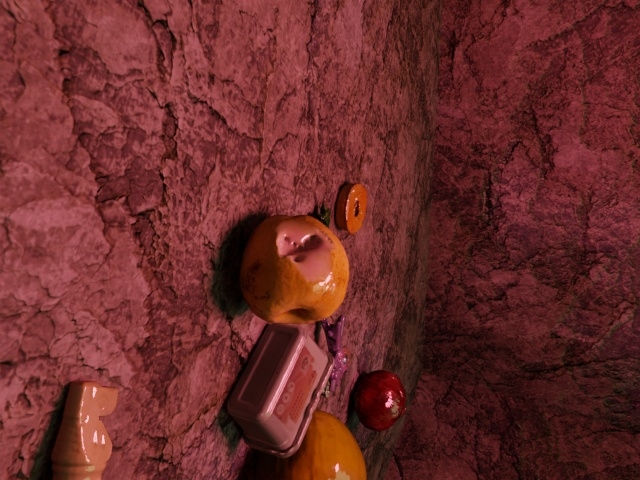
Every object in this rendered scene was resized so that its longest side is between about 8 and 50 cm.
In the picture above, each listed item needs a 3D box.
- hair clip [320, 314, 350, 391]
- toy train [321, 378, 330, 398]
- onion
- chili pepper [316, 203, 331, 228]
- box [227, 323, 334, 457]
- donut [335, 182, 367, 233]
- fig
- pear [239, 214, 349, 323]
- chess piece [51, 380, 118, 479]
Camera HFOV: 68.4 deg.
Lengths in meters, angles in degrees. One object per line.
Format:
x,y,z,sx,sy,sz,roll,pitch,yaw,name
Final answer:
0.051,0.377,1.605,0.137,0.090,0.278,-23,104,-67,hair clip
-0.005,0.475,1.648,0.176,0.074,0.118,67,30,-45,toy train
0.276,0.741,2.175,0.276,0.276,0.276,11,90,-67,onion
-0.002,0.000,1.448,0.098,0.061,0.224,-52,144,-72,chili pepper
-0.111,0.377,1.246,0.311,0.175,0.182,-63,143,-34,box
0.103,-0.114,1.640,0.162,0.065,0.178,31,73,-61,donut
-0.027,0.652,1.374,0.343,0.343,0.343,11,90,-67,fig
-0.063,0.065,1.108,0.271,0.271,0.271,11,90,-67,pear
-0.368,0.322,0.731,0.090,0.090,0.200,37,54,-65,chess piece
